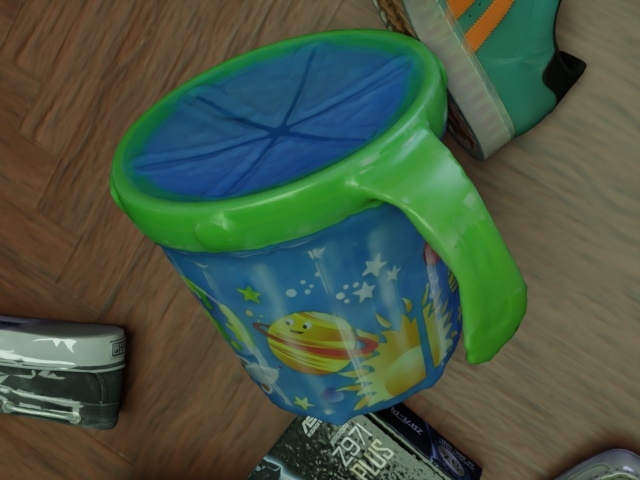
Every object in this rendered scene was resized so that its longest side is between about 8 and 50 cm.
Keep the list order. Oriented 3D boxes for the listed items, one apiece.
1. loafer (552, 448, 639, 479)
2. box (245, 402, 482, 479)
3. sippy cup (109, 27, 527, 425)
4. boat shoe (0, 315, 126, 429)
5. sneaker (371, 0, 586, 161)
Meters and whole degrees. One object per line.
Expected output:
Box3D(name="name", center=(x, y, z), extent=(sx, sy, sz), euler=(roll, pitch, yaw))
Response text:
Box3D(name="loafer", center=(0.156, 0.300, 0.832), extent=(0.112, 0.111, 0.319), euler=(35, 102, 9))
Box3D(name="box", center=(0.018, 0.214, 0.877), extent=(0.147, 0.077, 0.180), euler=(40, 103, 8))
Box3D(name="sippy cup", center=(0.000, 0.000, 0.777), extent=(0.240, 0.305, 0.224), euler=(-19, 122, 4))
Box3D(name="boat shoe", center=(-0.317, 0.117, 0.943), extent=(0.301, 0.108, 0.102), euler=(4, 94, 6))
Box3D(name="sneaker", center=(0.097, -0.200, 0.760), extent=(0.121, 0.108, 0.302), euler=(-36, 128, -3))
